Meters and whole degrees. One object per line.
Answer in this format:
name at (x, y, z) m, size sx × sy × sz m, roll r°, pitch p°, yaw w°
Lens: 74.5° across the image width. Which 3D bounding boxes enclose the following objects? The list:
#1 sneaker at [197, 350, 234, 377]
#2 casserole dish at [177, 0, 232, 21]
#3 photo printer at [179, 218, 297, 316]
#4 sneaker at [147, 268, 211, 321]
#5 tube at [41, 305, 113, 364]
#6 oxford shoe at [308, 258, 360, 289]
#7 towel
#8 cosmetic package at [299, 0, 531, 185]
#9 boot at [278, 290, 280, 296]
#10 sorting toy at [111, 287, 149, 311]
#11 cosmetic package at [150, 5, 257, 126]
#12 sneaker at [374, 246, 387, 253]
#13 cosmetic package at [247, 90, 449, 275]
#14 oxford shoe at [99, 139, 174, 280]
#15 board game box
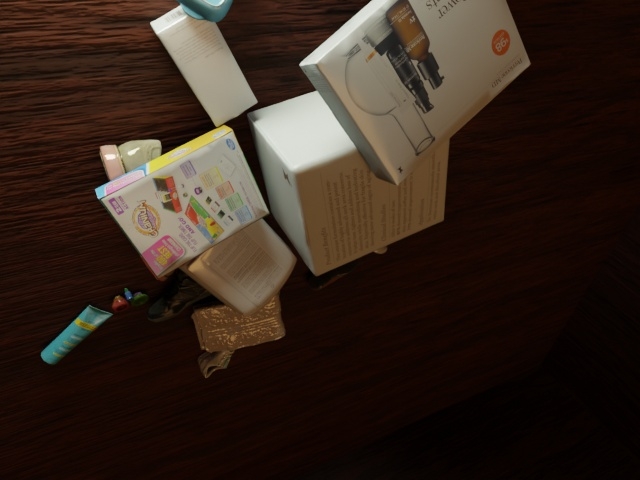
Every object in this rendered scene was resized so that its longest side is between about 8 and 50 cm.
sneaker at (-0.343, 0.409, 1.510) m, size 0.212 × 0.094 × 0.080 m, roll -41°, pitch 134°, yaw 6°
casserole dish at (-0.207, -0.512, 0.797) m, size 0.114 × 0.037 × 0.188 m, roll 24°, pitch 81°, yaw -27°
photo printer at (-0.222, 0.063, 1.222) m, size 0.256 × 0.107 × 0.307 m, roll -51°, pitch 129°, yaw -12°
sneaker at (-0.427, 0.146, 1.250) m, size 0.228 × 0.087 × 0.130 m, roll -30°, pitch 134°, yaw -10°
tube at (-0.710, 0.270, 1.218) m, size 0.207 × 0.052 × 0.080 m, roll -43°, pitch 146°, yaw 0°
oxford shoe at (0.049, 0.110, 1.522) m, size 0.212 × 0.076 × 0.076 m, roll -30°, pitch 165°, yaw -9°
towel at (-0.261, 0.264, 1.362) m, size 0.282 × 0.049 × 0.187 m, roll -11°, pitch 120°, yaw -9°
cosmetic package at (0.193, -0.338, 0.808) m, size 0.377 × 0.097 × 0.284 m, roll -43°, pitch 120°, yaw -3°
boot at (-0.231, 0.186, 1.397) m, size 0.179 × 0.085 × 0.236 m, roll -6°, pitch 127°, yaw -22°
sorting toy at (-0.559, 0.168, 1.227) m, size 0.102 × 0.042 × 0.061 m, roll -19°, pitch 150°, yaw -32°
cosmetic package at (-0.246, -0.380, 0.915) m, size 0.117 × 0.085 × 0.231 m, roll -31°, pitch 137°, yaw -4°
sneaker at (0.193, 0.006, 1.515) m, size 0.152 × 0.053 × 0.061 m, roll 15°, pitch 114°, yaw -38°
cosmetic package at (0.072, -0.185, 1.091) m, size 0.394 × 0.327 × 0.329 m, roll -22°, pitch 134°, yaw -14°
oxford shoe at (-0.409, -0.061, 1.051) m, size 0.147 × 0.140 × 0.397 m, roll -21°, pitch 135°, yaw -21°
board game box at (-0.304, -0.089, 0.984) m, size 0.317 × 0.064 × 0.242 m, roll -32°, pitch 128°, yaw -16°
